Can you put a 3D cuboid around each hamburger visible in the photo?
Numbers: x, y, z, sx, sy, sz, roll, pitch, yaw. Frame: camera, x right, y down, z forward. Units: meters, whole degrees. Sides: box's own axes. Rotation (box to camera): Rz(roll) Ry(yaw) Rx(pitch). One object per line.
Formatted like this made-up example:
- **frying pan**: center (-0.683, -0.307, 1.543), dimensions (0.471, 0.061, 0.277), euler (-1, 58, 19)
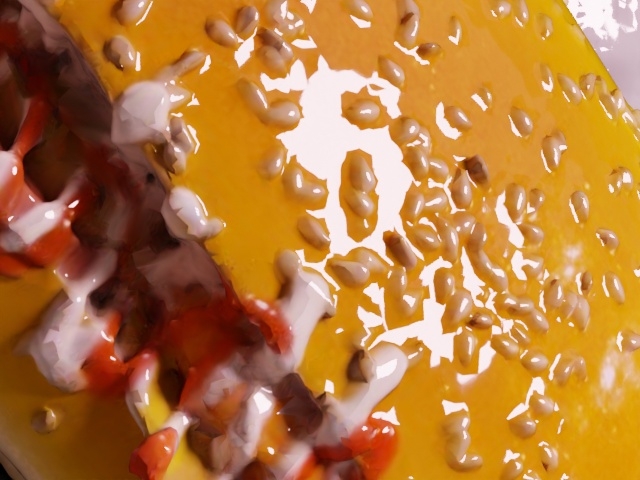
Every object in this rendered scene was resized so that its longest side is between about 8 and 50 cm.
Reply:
- **hamburger**: center (0.000, 0.000, 0.482), dimensions (0.295, 0.227, 0.151), euler (50, -28, -8)

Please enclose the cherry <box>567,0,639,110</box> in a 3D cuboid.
- **cherry**: center (0.054, -0.073, 0.736), dimensions (0.326, 0.335, 0.291), euler (115, -16, -66)
